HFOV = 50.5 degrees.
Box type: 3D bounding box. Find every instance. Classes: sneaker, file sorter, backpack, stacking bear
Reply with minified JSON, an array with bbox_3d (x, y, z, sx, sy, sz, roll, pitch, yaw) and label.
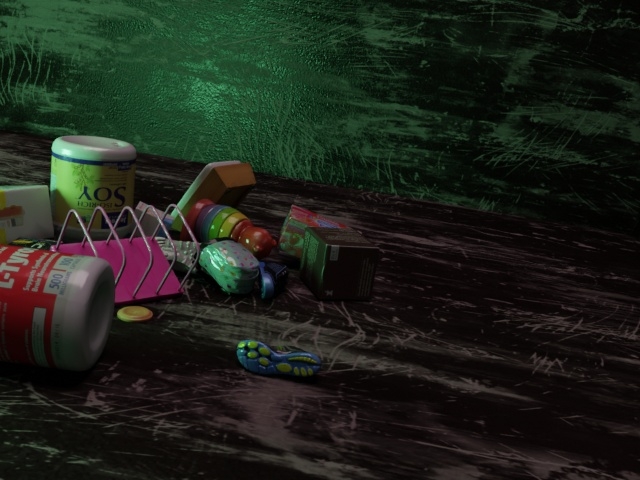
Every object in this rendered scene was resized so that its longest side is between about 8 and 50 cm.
[{"bbox_3d":[-0.402,0.055,1.982,0.235,0.090,0.095,19,-31,-15],"label":"sneaker"},{"bbox_3d":[-0.131,0.105,1.939,0.090,0.081,0.232,-1,15,-7],"label":"sneaker"},{"bbox_3d":[-0.090,0.258,1.464,0.188,0.067,0.078,8,-6,7],"label":"sneaker"},{"bbox_3d":[-0.482,0.027,1.702,0.290,0.182,0.202,-7,53,-44],"label":"file sorter"},{"bbox_3d":[-0.254,0.070,1.897,0.152,0.115,0.182,-14,44,-37],"label":"backpack"},{"bbox_3d":[-0.282,-0.017,2.185,0.289,0.164,0.175,21,18,26],"label":"stacking bear"}]

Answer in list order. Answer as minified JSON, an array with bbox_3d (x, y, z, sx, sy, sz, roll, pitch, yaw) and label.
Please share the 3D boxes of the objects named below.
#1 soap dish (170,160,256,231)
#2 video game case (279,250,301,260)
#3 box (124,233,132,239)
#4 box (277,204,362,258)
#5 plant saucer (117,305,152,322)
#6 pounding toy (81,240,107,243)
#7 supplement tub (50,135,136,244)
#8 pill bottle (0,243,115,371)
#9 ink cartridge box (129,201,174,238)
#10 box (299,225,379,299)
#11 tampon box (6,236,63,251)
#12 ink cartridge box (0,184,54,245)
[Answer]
[{"bbox_3d":[-0.374,-0.146,2.396,0.118,0.291,0.229,48,25,11],"label":"soap dish"},{"bbox_3d":[-0.018,0.048,2.325,0.190,0.022,0.173,16,17,27],"label":"video game case"},{"bbox_3d":[-0.700,-0.053,2.301,0.145,0.038,0.186,7,16,-9],"label":"box"},{"bbox_3d":[0.000,0.000,2.188,0.257,0.123,0.128,22,21,-8],"label":"box"},{"bbox_3d":[-0.447,0.176,1.638,0.083,0.013,0.083,7,14,-2],"label":"plant saucer"},{"bbox_3d":[-0.606,0.058,1.872,0.130,0.100,0.141,1,6,-27],"label":"pounding toy"},{"bbox_3d":[-0.686,-0.134,2.043,0.241,0.331,0.241,7,15,-2],"label":"supplement tub"},{"bbox_3d":[-0.635,0.120,1.333,0.407,0.229,0.229,8,15,-2],"label":"pill bottle"},{"bbox_3d":[-0.564,-0.058,2.212,0.143,0.090,0.092,26,12,-14],"label":"ink cartridge box"},{"bbox_3d":[0.050,0.065,2.014,0.167,0.168,0.203,3,16,-21],"label":"box"},{"bbox_3d":[-0.740,0.065,1.721,0.120,0.101,0.161,7,15,-3],"label":"tampon box"},{"bbox_3d":[-0.981,-0.059,1.854,0.279,0.160,0.384,3,10,32],"label":"ink cartridge box"}]
